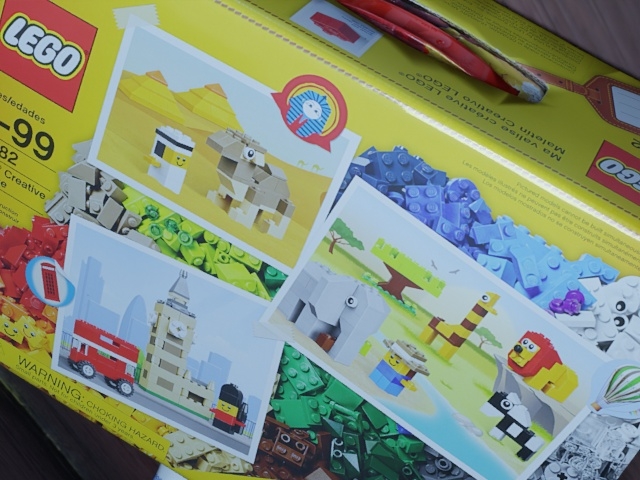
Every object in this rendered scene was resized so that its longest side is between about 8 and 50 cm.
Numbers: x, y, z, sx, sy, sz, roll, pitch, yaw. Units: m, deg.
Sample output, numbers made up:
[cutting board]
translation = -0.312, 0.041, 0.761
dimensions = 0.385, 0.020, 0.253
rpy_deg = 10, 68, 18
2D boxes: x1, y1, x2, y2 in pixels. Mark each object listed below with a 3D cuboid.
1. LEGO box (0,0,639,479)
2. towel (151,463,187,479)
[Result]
[LEGO box]
translation = 0.000, 0.000, 0.940
dimensions = 0.500, 0.193, 0.372
rpy_deg = 30, 125, 7
[towel]
translation = 0.000, 0.151, 1.133
dimensions = 0.209, 0.034, 0.285
rpy_deg = 29, 96, 7
